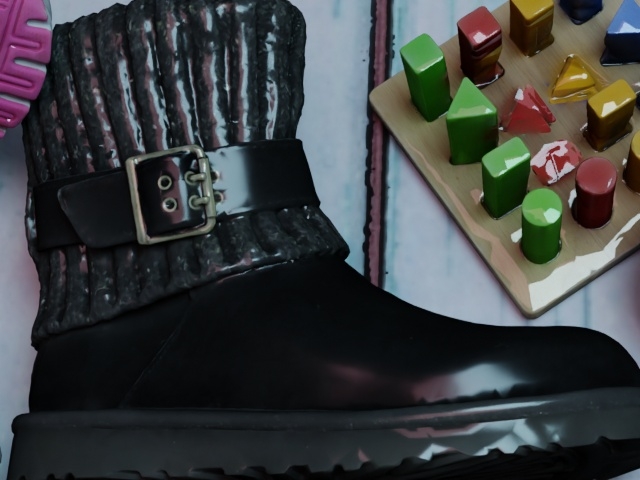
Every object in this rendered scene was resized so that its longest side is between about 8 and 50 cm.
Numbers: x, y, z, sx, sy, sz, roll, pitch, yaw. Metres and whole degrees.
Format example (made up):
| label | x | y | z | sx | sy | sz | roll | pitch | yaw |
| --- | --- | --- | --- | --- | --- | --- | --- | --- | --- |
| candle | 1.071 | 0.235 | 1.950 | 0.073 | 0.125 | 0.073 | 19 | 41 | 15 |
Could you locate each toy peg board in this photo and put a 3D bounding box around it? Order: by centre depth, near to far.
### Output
| label | x | y | z | sx | sy | sz | roll | pitch | yaw |
| --- | --- | --- | --- | --- | --- | --- | --- | --- | --- |
| toy peg board | 0.131 | -0.073 | 0.705 | 0.160 | 0.079 | 0.161 | -33 | 71 | -2 |

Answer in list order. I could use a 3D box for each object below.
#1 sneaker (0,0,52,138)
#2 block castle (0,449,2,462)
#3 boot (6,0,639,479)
| label | x | y | z | sx | sy | sz | roll | pitch | yaw |
| --- | --- | --- | --- | --- | --- | --- | --- | --- | --- |
| sneaker | -0.239 | -0.102 | 0.722 | 0.252 | 0.103 | 0.111 | -23 | 56 | 36 |
| block castle | -0.293 | 0.273 | 0.568 | 0.303 | 0.213 | 0.453 | -18 | 63 | 33 |
| boot | -0.002 | -0.001 | 0.675 | 0.348 | 0.131 | 0.260 | -1 | 72 | 9 |
